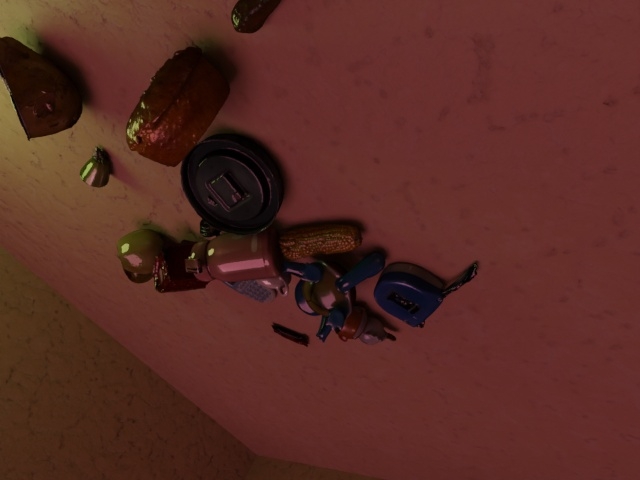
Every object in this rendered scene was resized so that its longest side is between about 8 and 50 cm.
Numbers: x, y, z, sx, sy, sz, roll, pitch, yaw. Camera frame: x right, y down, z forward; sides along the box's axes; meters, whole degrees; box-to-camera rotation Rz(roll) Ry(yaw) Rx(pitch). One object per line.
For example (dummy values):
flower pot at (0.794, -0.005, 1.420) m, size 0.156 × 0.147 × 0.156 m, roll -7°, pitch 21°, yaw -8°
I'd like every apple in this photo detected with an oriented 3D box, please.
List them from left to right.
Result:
apple at (-0.720, 0.045, 1.988) m, size 0.199 × 0.200 × 0.200 m, roll 18°, pitch 142°, yaw 15°

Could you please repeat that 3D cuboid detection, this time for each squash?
squash at (-0.798, -0.273, 1.772) m, size 0.105 × 0.105 × 0.132 m, roll 36°, pitch 124°, yaw -9°

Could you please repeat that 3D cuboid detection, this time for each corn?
corn at (-0.003, -0.003, 1.535) m, size 0.312 × 0.102 × 0.102 m, roll -11°, pitch 127°, yaw 37°

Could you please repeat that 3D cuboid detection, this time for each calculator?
calculator at (-0.313, 0.156, 1.966) m, size 0.302 × 0.042 × 0.188 m, roll 35°, pitch 144°, yaw -7°

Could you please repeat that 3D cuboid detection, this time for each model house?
model house at (-0.544, 0.124, 1.923) m, size 0.195 × 0.160 × 0.254 m, roll -4°, pitch 155°, yaw -32°

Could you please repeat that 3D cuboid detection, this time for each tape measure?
tape measure at (0.300, 0.137, 1.495) m, size 0.215 × 0.098 × 0.351 m, roll 29°, pitch 141°, yaw 0°

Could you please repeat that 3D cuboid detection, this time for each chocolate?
chocolate at (-0.135, 0.418, 2.162) m, size 0.182 × 0.028 × 0.086 m, roll 17°, pitch 148°, yaw 19°

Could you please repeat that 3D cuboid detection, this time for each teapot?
teapot at (-0.169, 0.122, 1.748) m, size 0.226 × 0.145 × 0.093 m, roll 40°, pitch 122°, yaw 50°

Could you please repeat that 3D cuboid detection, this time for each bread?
bread at (-0.358, -0.336, 1.231) m, size 0.172 × 0.313 × 0.312 m, roll 33°, pitch 145°, yaw -27°

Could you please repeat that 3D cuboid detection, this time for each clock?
clock at (-0.265, -0.165, 1.480) m, size 0.324 × 0.067 × 0.326 m, roll 10°, pitch 126°, yaw 14°

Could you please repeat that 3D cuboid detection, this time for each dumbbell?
dumbbell at (-0.367, -0.021, 1.750) m, size 0.099 × 0.099 × 0.209 m, roll 6°, pitch 138°, yaw 29°

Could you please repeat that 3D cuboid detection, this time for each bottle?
bottle at (-0.287, 0.054, 1.630) m, size 0.296 × 0.206 × 0.173 m, roll -6°, pitch 98°, yaw 9°

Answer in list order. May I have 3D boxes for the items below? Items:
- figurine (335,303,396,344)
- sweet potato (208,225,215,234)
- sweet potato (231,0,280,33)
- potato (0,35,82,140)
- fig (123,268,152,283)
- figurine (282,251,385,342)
figurine at (0.148, 0.302, 1.770) m, size 0.270 × 0.144 × 0.143 m, roll 9°, pitch 142°, yaw -5°
sweet potato at (-0.319, -0.132, 1.616) m, size 0.074 × 0.075 × 0.270 m, roll 30°, pitch 126°, yaw 0°
sweet potato at (-0.124, -0.525, 1.042) m, size 0.081 × 0.062 × 0.233 m, roll 40°, pitch 139°, yaw -11°
potato at (-0.860, -0.470, 1.506) m, size 0.300 × 0.196 × 0.246 m, roll 65°, pitch 152°, yaw 0°
fig at (-0.817, 0.124, 2.197) m, size 0.135 × 0.121 × 0.153 m, roll 6°, pitch 138°, yaw 35°
figurine at (0.016, 0.152, 1.588) m, size 0.298 × 0.243 × 0.416 m, roll 54°, pitch 139°, yaw -2°
